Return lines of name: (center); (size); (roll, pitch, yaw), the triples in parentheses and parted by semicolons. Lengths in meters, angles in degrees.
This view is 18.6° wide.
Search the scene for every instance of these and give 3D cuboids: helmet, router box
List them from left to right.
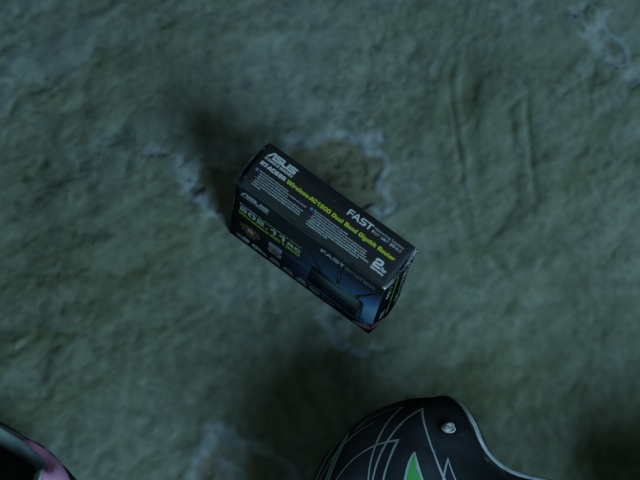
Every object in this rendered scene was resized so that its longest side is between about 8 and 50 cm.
router box: (0.000, 0.000, 1.278); (0.122, 0.092, 0.038); (35, 70, 9)
helmet: (0.065, 0.184, 1.176); (0.161, 0.169, 0.169); (32, 68, -11)

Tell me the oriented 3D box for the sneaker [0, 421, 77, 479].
sneaker: (-0.287, 0.112, 1.185); (0.319, 0.131, 0.112); (19, 67, 3)
